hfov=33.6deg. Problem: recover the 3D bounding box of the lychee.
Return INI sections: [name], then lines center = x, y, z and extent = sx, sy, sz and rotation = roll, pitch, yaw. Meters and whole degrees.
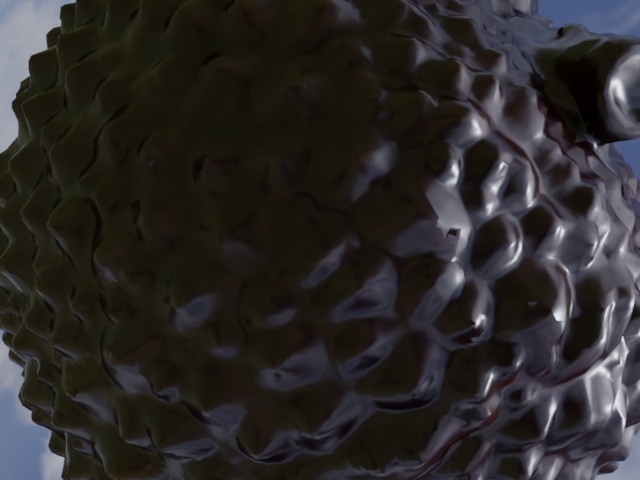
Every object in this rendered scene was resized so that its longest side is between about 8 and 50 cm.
[lychee]
center = 0.000, 0.000, 0.467
extent = 0.330, 0.306, 0.306
rotation = -32, -137, 26
